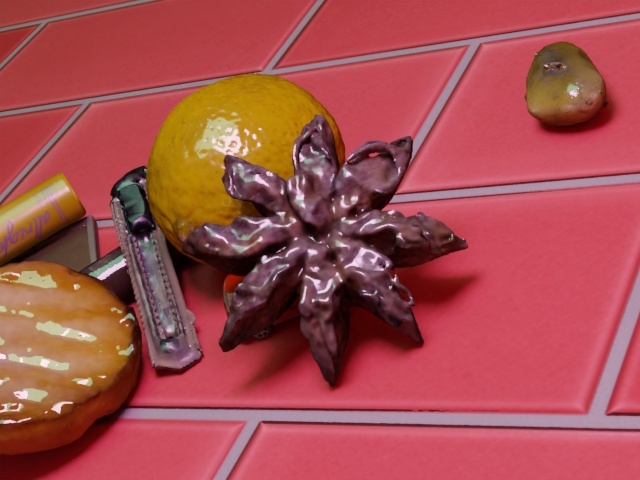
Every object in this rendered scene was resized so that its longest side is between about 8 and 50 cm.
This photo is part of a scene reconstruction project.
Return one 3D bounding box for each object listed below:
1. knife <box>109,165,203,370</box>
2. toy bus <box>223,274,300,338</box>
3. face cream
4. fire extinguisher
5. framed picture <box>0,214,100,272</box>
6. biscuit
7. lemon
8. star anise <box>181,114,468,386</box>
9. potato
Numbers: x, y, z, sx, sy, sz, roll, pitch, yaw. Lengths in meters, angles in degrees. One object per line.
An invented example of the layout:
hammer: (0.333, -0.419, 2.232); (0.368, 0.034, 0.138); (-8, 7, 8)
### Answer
knife: (-0.216, 0.025, 1.729); (0.089, 0.043, 0.365); (-20, 49, 1)
toy bus: (-0.040, 0.055, 1.612); (0.174, 0.077, 0.079); (-21, 31, 8)
face cream: (-0.490, -0.003, 1.999); (0.273, 0.078, 0.078); (-31, 31, -9)
fire extinguisher: (-0.276, 0.039, 1.805); (0.268, 0.089, 0.072); (-33, -1, -12)
framed picture: (-0.469, 0.087, 1.941); (0.324, 0.020, 0.240); (-26, 30, 1)
biscuit: (-0.368, 0.146, 1.630); (0.296, 0.102, 0.296); (3, 39, -2)
lemon: (-0.095, -0.087, 1.708); (0.267, 0.267, 0.267); (-19, 31, 12)
star anise: (-0.002, 0.001, 1.506); (0.332, 0.117, 0.331); (-3, 69, 8)
potato: (0.319, -0.210, 1.744); (0.105, 0.085, 0.188); (-15, 28, 14)
